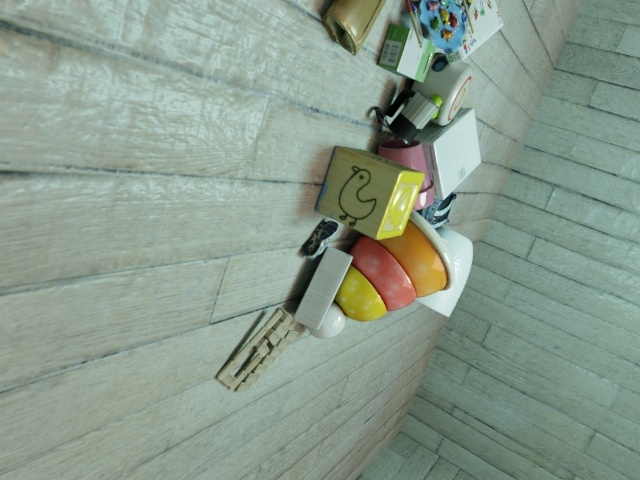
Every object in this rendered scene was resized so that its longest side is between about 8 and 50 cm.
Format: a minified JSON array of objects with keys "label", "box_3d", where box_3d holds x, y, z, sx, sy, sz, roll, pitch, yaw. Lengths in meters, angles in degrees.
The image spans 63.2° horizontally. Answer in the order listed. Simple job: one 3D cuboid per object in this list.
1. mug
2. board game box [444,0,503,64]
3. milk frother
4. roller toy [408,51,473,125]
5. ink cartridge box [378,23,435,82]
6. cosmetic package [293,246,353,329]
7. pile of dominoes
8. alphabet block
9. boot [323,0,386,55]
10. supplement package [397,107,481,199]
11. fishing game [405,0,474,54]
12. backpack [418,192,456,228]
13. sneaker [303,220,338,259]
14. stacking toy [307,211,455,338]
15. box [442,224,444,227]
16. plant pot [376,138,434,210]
[{"label":"mug","box_3d":[0.475,0.106,2.177,0.328,0.276,0.374,-63,151,-1]},{"label":"board game box","box_3d":[0.428,-0.665,1.526,0.305,0.053,0.193,-44,114,-36]},{"label":"milk frother","box_3d":[0.236,-0.358,1.447,0.135,0.129,0.143,-51,167,19]},{"label":"roller toy","box_3d":[0.360,-0.462,1.584,0.191,0.146,0.209,-63,164,12]},{"label":"ink cartridge box","box_3d":[0.237,-0.501,1.408,0.209,0.062,0.109,-13,123,-59]},{"label":"cosmetic package","box_3d":[0.009,0.135,1.504,0.117,0.085,0.231,20,94,-87]},{"label":"pile of dominoes","box_3d":[-0.172,0.299,1.426,0.251,0.040,0.196,-46,151,-17]},{"label":"alphabet block","box_3d":[0.135,-0.129,1.401,0.193,0.197,0.193,-12,123,-59]},{"label":"boot","box_3d":[0.127,-0.530,1.156,0.236,0.089,0.270,36,81,-54]},{"label":"supplement package","box_3d":[0.392,-0.290,1.709,0.262,0.145,0.204,-40,127,-33]},{"label":"fishing game","box_3d":[0.328,-0.586,1.369,0.264,0.041,0.189,-24,100,-38]},{"label":"backpack","box_3d":[0.462,-0.122,2.124,0.173,0.116,0.158,-34,142,-48]},{"label":"sneaker","box_3d":[0.000,0.000,1.448,0.135,0.052,0.058,-46,160,-18]},{"label":"stacking toy","box_3d":[0.151,0.135,1.646,0.479,0.350,0.351,-37,147,-14]},{"label":"box","box_3d":[0.524,-0.072,2.357,0.054,0.059,0.169,-57,154,-18]},{"label":"plant pot","box_3d":[0.240,-0.203,1.567,0.201,0.201,0.180,-34,126,-47]}]
